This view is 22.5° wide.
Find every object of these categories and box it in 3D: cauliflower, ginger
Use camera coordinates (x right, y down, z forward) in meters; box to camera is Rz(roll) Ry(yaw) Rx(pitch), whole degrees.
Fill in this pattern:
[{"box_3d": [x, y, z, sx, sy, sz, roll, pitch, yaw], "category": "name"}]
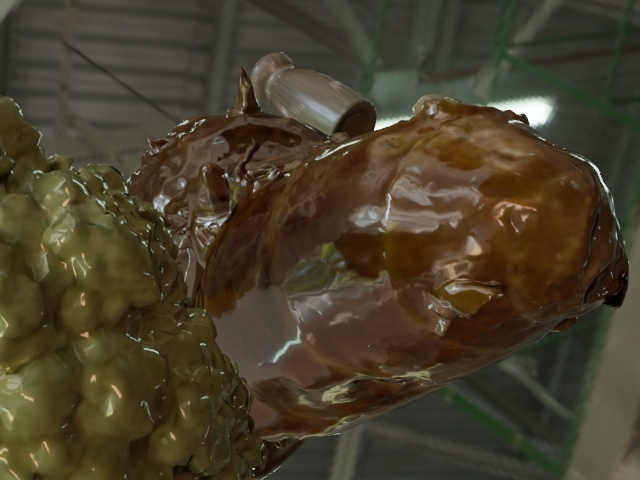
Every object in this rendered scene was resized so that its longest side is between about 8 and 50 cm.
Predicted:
[{"box_3d": [-0.181, 0.070, 0.639, 0.260, 0.281, 0.327, -24, -60, -38], "category": "cauliflower"}, {"box_3d": [0.000, 0.000, 0.963, 0.176, 0.418, 0.254, -10, -100, -35], "category": "ginger"}]

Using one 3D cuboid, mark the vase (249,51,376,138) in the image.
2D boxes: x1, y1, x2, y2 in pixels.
[{"box_3d": [-0.008, -0.107, 1.248, 0.053, 0.100, 0.053, -32, -39, -30], "category": "vase"}]
